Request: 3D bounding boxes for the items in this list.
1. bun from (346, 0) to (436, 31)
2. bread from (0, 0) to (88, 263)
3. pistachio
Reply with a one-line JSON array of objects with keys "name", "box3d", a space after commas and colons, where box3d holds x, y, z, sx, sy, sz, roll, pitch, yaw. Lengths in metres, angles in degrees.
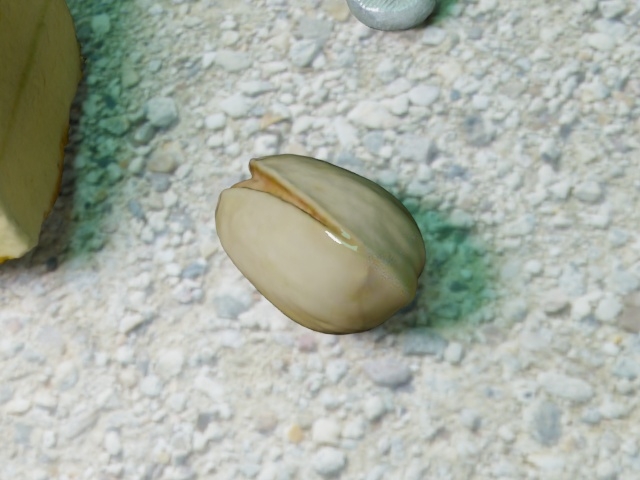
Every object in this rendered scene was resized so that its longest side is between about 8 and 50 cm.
[{"name": "bun", "box3d": [0.058, -0.207, 1.033, 0.083, 0.045, 0.083, -4, 71, 11]}, {"name": "bread", "box3d": [-0.360, -0.125, 0.998, 0.279, 0.207, 0.279, -8, 49, 11]}, {"name": "pistachio", "box3d": [0.000, 0.000, 0.923, 0.185, 0.124, 0.124, 30, 79, 26]}]
